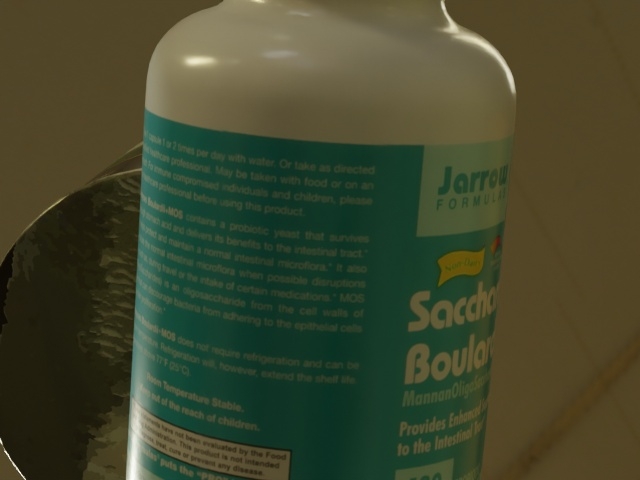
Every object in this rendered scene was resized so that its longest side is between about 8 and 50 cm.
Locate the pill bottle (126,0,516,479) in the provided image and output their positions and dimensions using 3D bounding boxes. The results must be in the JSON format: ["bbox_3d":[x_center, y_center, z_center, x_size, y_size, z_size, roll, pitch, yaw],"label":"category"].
[{"bbox_3d":[0.000,0.000,0.694,0.146,0.146,0.264,-4,-75,-33],"label":"pill bottle"}]

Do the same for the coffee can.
[{"bbox_3d":[-0.048,0.029,0.965,0.201,0.275,0.201,2,-76,8],"label":"coffee can"}]
